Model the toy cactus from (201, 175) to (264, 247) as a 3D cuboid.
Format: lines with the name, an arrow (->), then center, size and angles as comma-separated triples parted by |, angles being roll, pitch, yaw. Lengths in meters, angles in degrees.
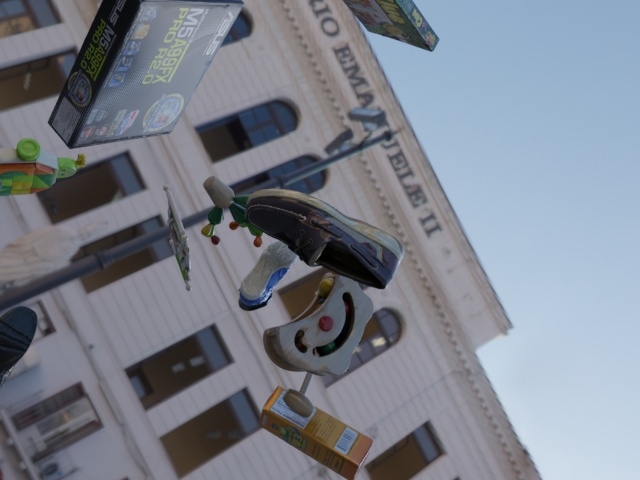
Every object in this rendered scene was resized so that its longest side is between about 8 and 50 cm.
toy cactus -> -0.195, -0.061, 1.609 | 0.219, 0.112, 0.180 | -11, -47, 36

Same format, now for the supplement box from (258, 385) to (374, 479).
supplement box -> -0.012, 0.400, 1.524 | 0.233, 0.080, 0.078 | 29, -44, 15

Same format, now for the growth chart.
growth chart -> -0.337, -0.009, 1.734 | 0.237, 0.021, 0.172 | 101, -33, -54

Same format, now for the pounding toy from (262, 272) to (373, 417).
pounding toy -> -0.029, 0.183, 1.396 | 0.154, 0.269, 0.155 | 35, -23, -17

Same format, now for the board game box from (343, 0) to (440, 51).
board game box -> 0.078, -0.370, 1.106 | 0.136, 0.260, 0.030 | 25, -91, 32

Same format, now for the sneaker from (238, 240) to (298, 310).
sneaker -> -0.098, 0.067, 1.336 | 0.058, 0.152, 0.084 | 33, -36, 7

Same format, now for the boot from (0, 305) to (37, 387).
boot -> -0.675, 0.240, 1.508 | 0.085, 0.236, 0.178 | 33, -18, -24

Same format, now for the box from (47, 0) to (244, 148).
box -> -0.258, -0.263, 1.091 | 0.060, 0.216, 0.270 | 48, -57, 14

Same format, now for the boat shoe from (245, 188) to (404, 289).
boat shoe -> 0.000, 0.000, 1.244 | 0.285, 0.092, 0.103 | 22, -38, -2

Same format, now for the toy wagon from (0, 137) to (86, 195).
toy wagon -> -0.774, -0.180, 1.875 | 0.267, 0.344, 0.068 | -34, -116, 60
